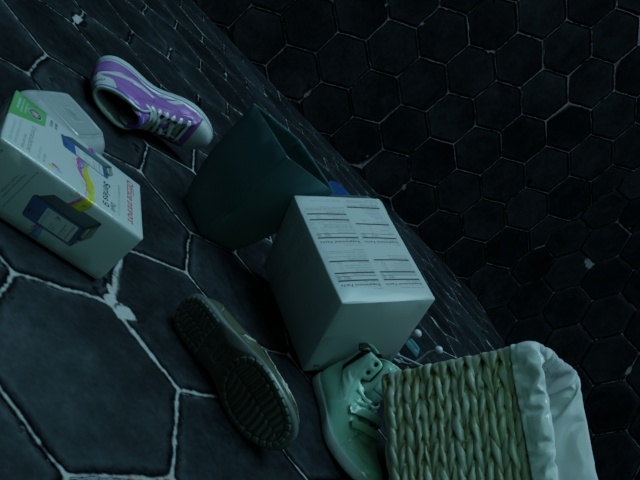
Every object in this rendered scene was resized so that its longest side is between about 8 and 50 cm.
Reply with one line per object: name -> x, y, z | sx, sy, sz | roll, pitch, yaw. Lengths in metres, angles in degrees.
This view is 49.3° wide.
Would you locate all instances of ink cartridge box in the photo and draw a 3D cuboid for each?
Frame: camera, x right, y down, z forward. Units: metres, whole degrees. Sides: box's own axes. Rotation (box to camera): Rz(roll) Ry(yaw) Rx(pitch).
ink cartridge box -> -0.339, -0.070, 0.899 | 0.212, 0.093, 0.154 | 43, 13, -33

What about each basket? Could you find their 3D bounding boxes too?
basket -> 0.280, 0.356, 1.107 | 0.328, 0.266, 0.331 | 31, 52, -55

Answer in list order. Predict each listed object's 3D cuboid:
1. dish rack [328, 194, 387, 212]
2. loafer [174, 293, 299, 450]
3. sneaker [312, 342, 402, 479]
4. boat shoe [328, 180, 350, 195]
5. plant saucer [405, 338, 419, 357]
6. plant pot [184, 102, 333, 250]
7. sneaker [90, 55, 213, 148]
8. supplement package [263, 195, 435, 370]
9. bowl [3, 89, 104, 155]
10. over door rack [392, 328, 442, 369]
dish rack -> 0.137, 0.007, 1.901 | 0.285, 0.072, 0.333 | 8, -49, 59
loafer -> -0.104, 0.175, 0.976 | 0.251, 0.094, 0.087 | 54, 18, 18
sneaker -> 0.080, 0.280, 1.164 | 0.094, 0.151, 0.256 | 40, 16, -37
boat shoe -> 0.033, -0.137, 2.362 | 0.109, 0.089, 0.258 | 37, 18, 2
plant saucer -> 0.223, 0.255, 2.019 | 0.192, 0.018, 0.067 | 51, 13, 2
plant pot -> -0.135, -0.103, 1.352 | 0.166, 0.234, 0.165 | 31, 23, -52
sneaker -> -0.338, -0.241, 1.403 | 0.282, 0.102, 0.161 | 29, 26, -31
supplement package -> 0.043, 0.077, 1.320 | 0.198, 0.199, 0.262 | 0, 46, -28
bowl -> -0.404, -0.182, 1.089 | 0.142, 0.053, 0.142 | 48, 12, 0
over door rack -> 0.226, 0.271, 1.597 | 0.239, 0.108, 0.324 | 36, -2, -42
